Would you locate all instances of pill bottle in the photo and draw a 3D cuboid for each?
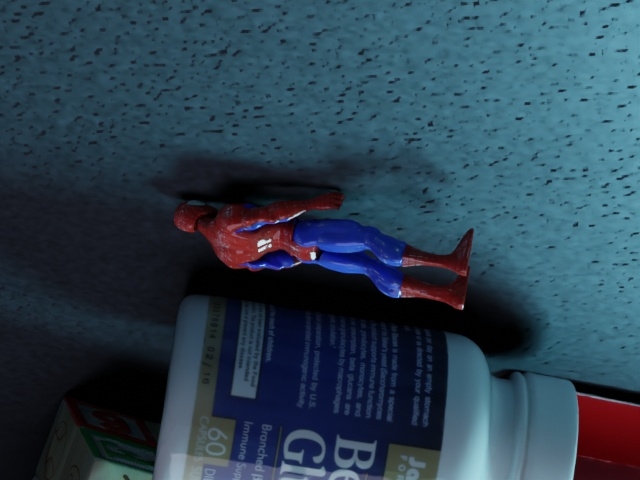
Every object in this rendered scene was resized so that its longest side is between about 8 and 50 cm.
[{"bbox_3d":[0.018,0.080,0.792,0.169,0.094,0.094,8,152,-4],"label":"pill bottle"}]

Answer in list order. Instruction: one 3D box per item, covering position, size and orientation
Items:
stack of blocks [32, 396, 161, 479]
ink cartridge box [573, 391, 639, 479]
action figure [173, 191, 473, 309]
[{"bbox_3d":[-0.091,0.246,0.923,0.171,0.297,0.087,19,-172,-21],"label":"stack of blocks"},{"bbox_3d":[0.190,0.200,0.943,0.309,0.130,0.272,11,151,-7],"label":"ink cartridge box"},{"bbox_3d":[0.000,0.000,0.717,0.115,0.030,0.038,9,147,7],"label":"action figure"}]
